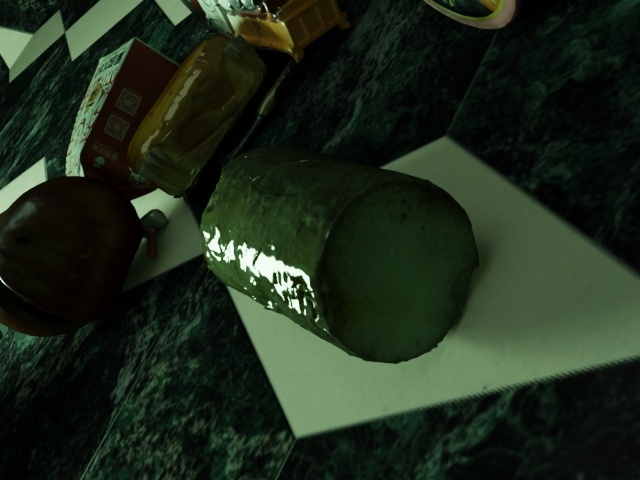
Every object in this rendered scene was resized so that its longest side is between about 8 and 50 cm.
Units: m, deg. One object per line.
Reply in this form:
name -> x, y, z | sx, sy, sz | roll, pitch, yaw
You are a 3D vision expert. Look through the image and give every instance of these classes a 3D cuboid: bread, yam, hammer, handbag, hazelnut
bread -> -0.183, -0.184, 1.132 | 0.241, 0.107, 0.136 | -58, 20, -6
yam -> 0.000, 0.000, 0.707 | 0.268, 0.161, 0.161 | 22, 78, 54
hammer -> -0.247, -0.005, 1.139 | 0.053, 0.031, 0.083 | -38, 46, 28
hammer -> -0.081, -0.182, 1.100 | 0.201, 0.021, 0.078 | -58, 33, -8
handbag -> -0.333, -0.167, 1.300 | 0.171, 0.151, 0.298 | -3, 64, 55
hazelnut -> -0.373, 0.014, 1.103 | 0.251, 0.217, 0.217 | -43, 34, 24

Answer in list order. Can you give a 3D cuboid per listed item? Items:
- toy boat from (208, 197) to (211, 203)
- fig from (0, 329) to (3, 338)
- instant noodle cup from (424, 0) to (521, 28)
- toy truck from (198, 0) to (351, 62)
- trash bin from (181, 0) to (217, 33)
toy boat -> -0.087, -0.036, 0.934 | 0.172, 0.065, 0.066 | -2, 36, 50
fig -> -0.621, 0.278, 1.172 | 0.314, 0.233, 0.233 | -22, 39, 7
instant noodle cup -> 0.190, -0.385, 0.789 | 0.255, 0.244, 0.244 | -47, 32, -4
toy truck -> -0.080, -0.342, 1.138 | 0.114, 0.135, 0.270 | -37, 33, -16
trash bin -> -0.137, -0.484, 1.319 | 0.239, 0.184, 0.161 | -19, 45, 33
